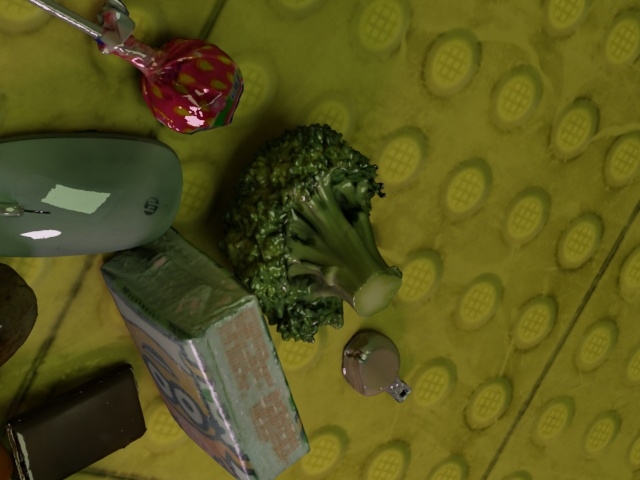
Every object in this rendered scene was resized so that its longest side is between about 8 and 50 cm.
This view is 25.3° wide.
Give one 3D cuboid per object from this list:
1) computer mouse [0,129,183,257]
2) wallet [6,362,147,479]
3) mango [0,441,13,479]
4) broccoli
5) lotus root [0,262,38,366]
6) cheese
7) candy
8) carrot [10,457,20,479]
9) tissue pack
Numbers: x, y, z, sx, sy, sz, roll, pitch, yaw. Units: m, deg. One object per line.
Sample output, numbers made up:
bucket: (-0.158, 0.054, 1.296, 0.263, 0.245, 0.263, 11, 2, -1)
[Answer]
computer mouse: (-0.296, -0.051, 1.748, 0.288, 0.097, 0.160, -7, 121, -37)
wallet: (-0.322, 0.250, 1.908, 0.198, 0.031, 0.110, -26, 111, -40)
mango: (-0.461, 0.319, 1.822, 0.159, 0.084, 0.105, -45, 157, -44)
broccoli: (-0.017, -0.001, 1.913, 0.235, 0.260, 0.288, -19, 139, 14)
lotus root: (-0.446, 0.118, 1.710, 0.241, 0.123, 0.124, -38, 124, -18)
cheese: (0.089, 0.211, 2.245, 0.092, 0.047, 0.171, -35, 133, -16)
candy: (-0.247, -0.235, 1.690, 0.365, 0.124, 0.124, 27, 97, -33)
carrot: (-0.367, 0.380, 1.968, 0.069, 0.069, 0.229, -33, 130, -20)
tissue pack: (-0.149, 0.157, 1.896, 0.128, 0.228, 0.311, -35, 133, -18)
